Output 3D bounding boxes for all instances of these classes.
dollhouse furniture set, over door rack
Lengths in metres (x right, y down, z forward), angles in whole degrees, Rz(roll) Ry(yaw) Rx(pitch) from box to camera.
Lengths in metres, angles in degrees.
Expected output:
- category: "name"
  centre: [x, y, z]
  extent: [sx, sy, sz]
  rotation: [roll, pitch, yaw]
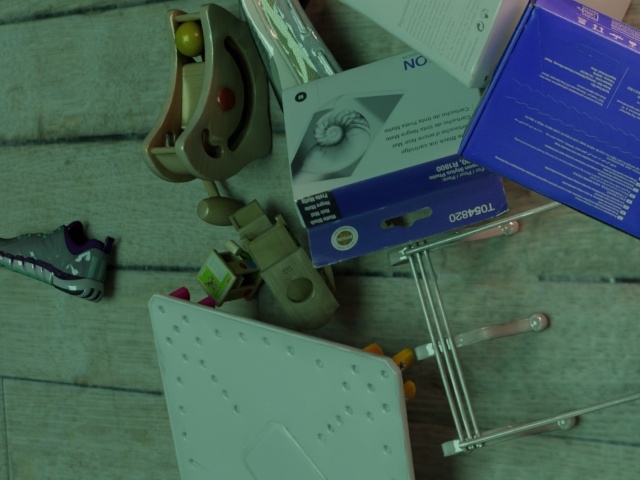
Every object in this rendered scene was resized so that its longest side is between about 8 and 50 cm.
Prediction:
- category: "dollhouse furniture set"
  centre: [0.000, 0.000, 1.951]
  extent: [0.101, 0.161, 0.182]
  rotation: [58, 180, -27]
- category: "over door rack"
  centre: [0.250, 0.075, 1.703]
  extent: [0.324, 0.108, 0.240]
  rotation: [-20, 81, 28]

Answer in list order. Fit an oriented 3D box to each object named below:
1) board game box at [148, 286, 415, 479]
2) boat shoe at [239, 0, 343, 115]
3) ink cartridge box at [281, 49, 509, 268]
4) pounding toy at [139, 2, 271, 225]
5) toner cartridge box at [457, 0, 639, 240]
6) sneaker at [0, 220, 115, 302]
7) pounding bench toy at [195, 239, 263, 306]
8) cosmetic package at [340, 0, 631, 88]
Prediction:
- category: "board game box"
  centre: [-0.026, 0.265, 1.928]
  extent: [0.390, 0.050, 0.390]
  rotation: [13, 121, 41]
- category: "boat shoe"
  centre: [-0.026, -0.241, 1.911]
  extent: [0.103, 0.118, 0.320]
  rotation: [-22, 73, -1]
- category: "ink cartridge box"
  centre: [0.075, -0.098, 1.741]
  extent: [0.223, 0.045, 0.224]
  rotation: [-17, 54, 11]
- category: "pounding toy"
  centre: [-0.165, -0.148, 2.005]
  extent: [0.155, 0.154, 0.270]
  rotation: [-1, 94, 42]
- category: "toner cartridge box"
  centre: [0.318, -0.086, 1.506]
  extent: [0.347, 0.075, 0.165]
  rotation: [25, 117, 0]
- category: "sneaker"
  centre: [-0.371, 0.012, 2.280]
  extent: [0.223, 0.083, 0.098]
  rotation: [19, 87, 35]
- category: "pounding bench toy"
  centre: [-0.102, 0.032, 2.028]
  extent: [0.052, 0.065, 0.083]
  rotation: [49, 126, 26]
- category: "cosmetic package"
  centre: [0.161, -0.267, 1.648]
  extent: [0.224, 0.224, 0.138]
  rotation: [37, 119, 33]
